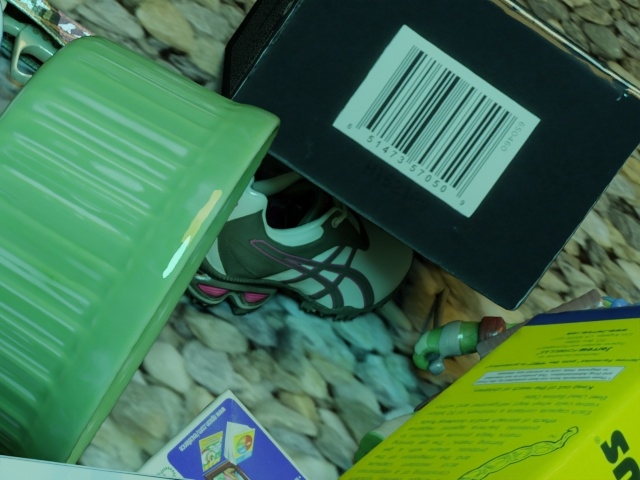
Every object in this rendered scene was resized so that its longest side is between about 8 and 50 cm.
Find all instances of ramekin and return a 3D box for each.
[{"bbox_3d":[-0.167,0.008,1.095,0.148,0.303,0.303,31,37,-2],"label":"ramekin"}]

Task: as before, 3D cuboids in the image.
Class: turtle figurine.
[{"bbox_3d":[0.156,0.166,1.388,0.266,0.275,0.198,-35,102,-34],"label":"turtle figurine"}]

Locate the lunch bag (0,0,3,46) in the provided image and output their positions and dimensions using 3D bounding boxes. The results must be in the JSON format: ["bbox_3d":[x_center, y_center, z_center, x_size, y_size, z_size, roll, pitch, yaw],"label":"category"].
[{"bbox_3d":[-0.319,-0.140,1.164,0.090,0.219,0.176,1,53,-41],"label":"lunch bag"}]

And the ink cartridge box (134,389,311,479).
[{"bbox_3d":[-0.059,0.238,1.159,0.208,0.045,0.206,46,37,3],"label":"ink cartridge box"}]

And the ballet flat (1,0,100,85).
[{"bbox_3d":[-0.258,-0.178,1.395,0.221,0.077,0.079,36,56,-9],"label":"ballet flat"}]

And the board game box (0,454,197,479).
[{"bbox_3d":[-0.142,0.269,0.871,0.318,0.066,0.318,15,44,-37],"label":"board game box"}]

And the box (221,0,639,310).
[{"bbox_3d":[0.087,-0.146,1.430,0.293,0.212,0.395,33,10,-11],"label":"box"}]

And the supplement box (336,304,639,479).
[{"bbox_3d":[0.151,0.212,1.104,0.356,0.195,0.194,-35,106,-35],"label":"supplement box"}]

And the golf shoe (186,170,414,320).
[{"bbox_3d":[0.000,0.000,1.400,0.273,0.120,0.105,-2,52,-45],"label":"golf shoe"}]
